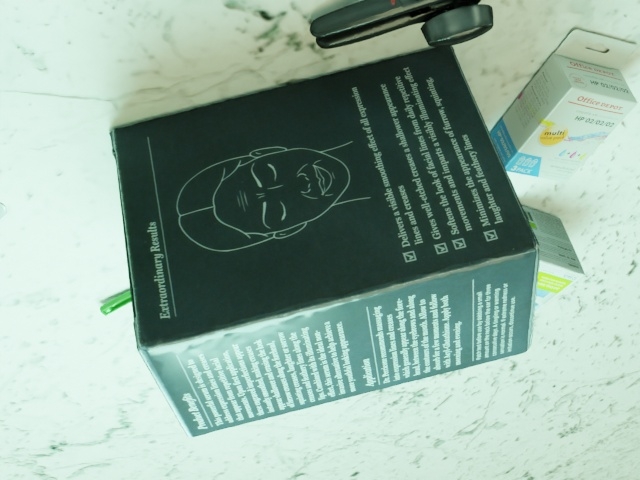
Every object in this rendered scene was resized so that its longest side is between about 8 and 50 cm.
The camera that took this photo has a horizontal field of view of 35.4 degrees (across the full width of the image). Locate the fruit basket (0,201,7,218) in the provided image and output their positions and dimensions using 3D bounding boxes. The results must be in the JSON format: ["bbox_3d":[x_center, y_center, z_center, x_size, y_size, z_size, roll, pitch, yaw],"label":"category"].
[{"bbox_3d":[-0.505,-0.038,0.887,0.353,0.166,0.327,27,140,-33],"label":"fruit basket"}]

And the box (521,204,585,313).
[{"bbox_3d":[0.250,0.054,1.417,0.114,0.103,0.203,16,134,-35],"label":"box"}]

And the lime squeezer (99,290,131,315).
[{"bbox_3d":[-0.142,0.061,1.298,0.310,0.110,0.059,4,171,26],"label":"lime squeezer"}]

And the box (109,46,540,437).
[{"bbox_3d":[0.000,0.000,1.093,0.395,0.294,0.212,-14,144,-1],"label":"box"}]

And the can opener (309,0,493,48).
[{"bbox_3d":[0.080,-0.231,1.015,0.186,0.073,0.059,-9,153,7],"label":"can opener"}]

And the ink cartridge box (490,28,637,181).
[{"bbox_3d":[0.295,-0.155,1.188,0.104,0.062,0.181,6,139,-27],"label":"ink cartridge box"}]
